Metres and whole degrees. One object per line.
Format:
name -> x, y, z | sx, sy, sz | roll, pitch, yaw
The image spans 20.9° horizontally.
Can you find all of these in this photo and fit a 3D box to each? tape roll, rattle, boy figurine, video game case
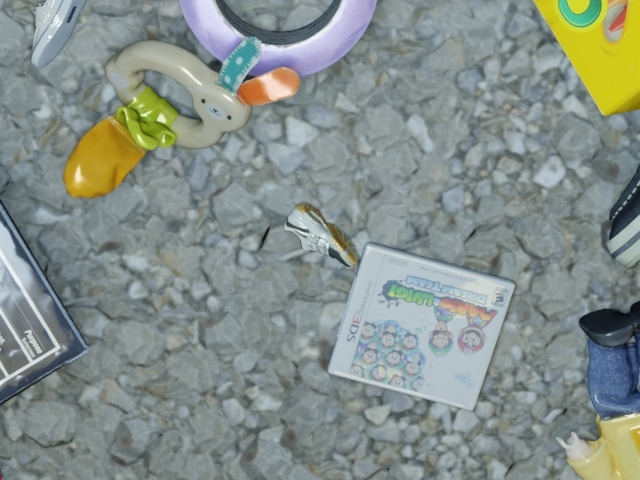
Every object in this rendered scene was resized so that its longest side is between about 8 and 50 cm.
tape roll -> -0.040, -0.250, 1.621 | 0.189, 0.080, 0.189 | 0, 106, -1
rattle -> -0.133, -0.110, 1.589 | 0.200, 0.143, 0.130 | 9, 124, 38
boy figurine -> 0.329, 0.206, 1.760 | 0.177, 0.092, 0.285 | -11, 103, -1
video game case -> 0.101, 0.088, 1.755 | 0.157, 0.019, 0.143 | 15, 106, -6

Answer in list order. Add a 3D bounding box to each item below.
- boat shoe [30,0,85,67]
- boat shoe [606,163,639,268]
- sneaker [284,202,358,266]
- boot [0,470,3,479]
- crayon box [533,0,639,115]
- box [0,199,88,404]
boat shoe -> -0.255, -0.214, 1.654 | 0.035, 0.035, 0.100 | 35, 108, 17
boat shoe -> 0.394, -0.176, 1.582 | 0.156, 0.187, 0.500 | 46, 130, 22
sneaker -> 0.000, 0.000, 1.725 | 0.083, 0.032, 0.037 | 43, 115, -7
boot -> -0.431, 0.189, 1.744 | 0.178, 0.085, 0.236 | -17, 104, -2
crayon box -> 0.282, -0.341, 1.453 | 0.313, 0.106, 0.363 | -38, 75, 34
box -> -0.419, 0.047, 1.605 | 0.294, 0.183, 0.296 | -31, 101, -9
